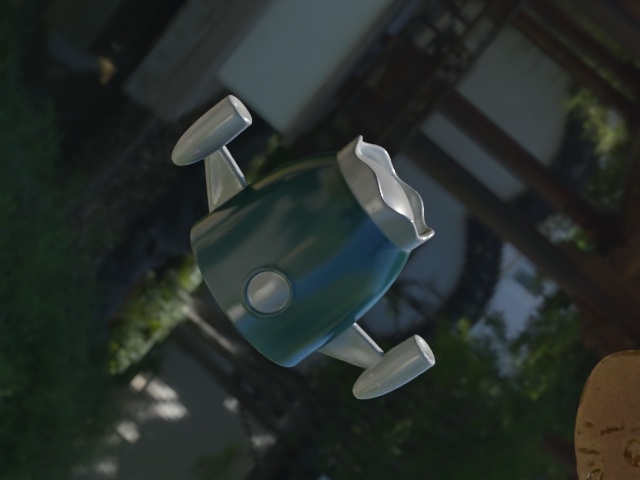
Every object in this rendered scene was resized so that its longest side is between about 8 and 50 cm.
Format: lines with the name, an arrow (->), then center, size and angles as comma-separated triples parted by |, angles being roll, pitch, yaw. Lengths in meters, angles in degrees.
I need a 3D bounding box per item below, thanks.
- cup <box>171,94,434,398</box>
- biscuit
cup -> 0.000, 0.000, 1.388 | 0.173, 0.300, 0.167 | -35, -172, 16
biscuit -> 0.432, 0.194, 1.718 | 0.343, 0.057, 0.287 | -4, -101, 41
